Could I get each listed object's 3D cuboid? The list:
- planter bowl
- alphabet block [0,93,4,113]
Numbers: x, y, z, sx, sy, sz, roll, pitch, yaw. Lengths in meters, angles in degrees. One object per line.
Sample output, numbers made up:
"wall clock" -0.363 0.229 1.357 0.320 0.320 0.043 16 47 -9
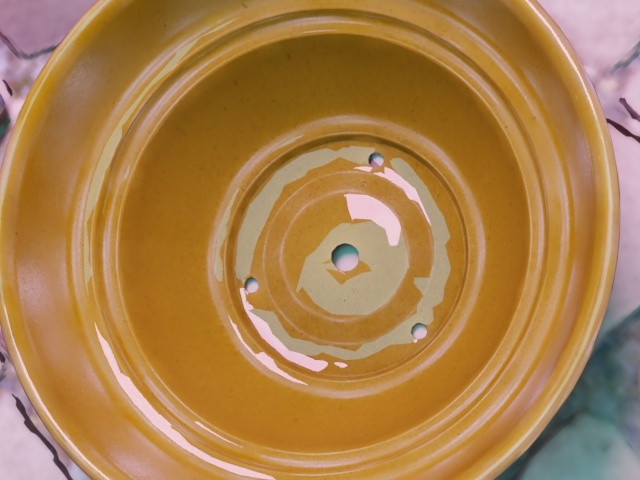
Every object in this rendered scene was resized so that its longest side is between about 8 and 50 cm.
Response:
"planter bowl" 0.000 0.000 0.471 0.217 0.090 0.217 -3 80 16
"alphabet block" -0.284 -0.061 0.510 0.193 0.192 0.197 43 92 20
